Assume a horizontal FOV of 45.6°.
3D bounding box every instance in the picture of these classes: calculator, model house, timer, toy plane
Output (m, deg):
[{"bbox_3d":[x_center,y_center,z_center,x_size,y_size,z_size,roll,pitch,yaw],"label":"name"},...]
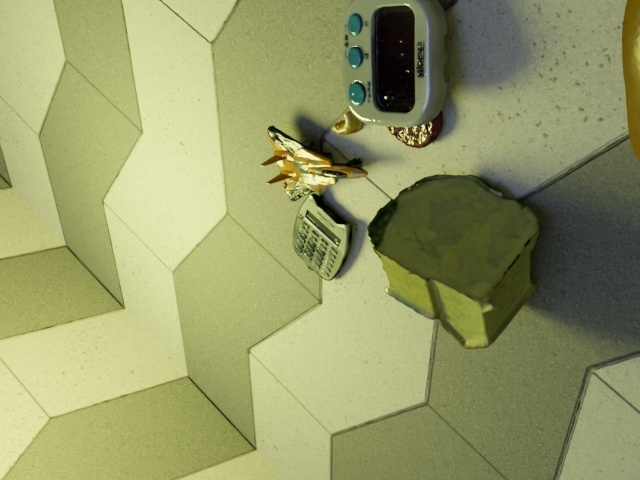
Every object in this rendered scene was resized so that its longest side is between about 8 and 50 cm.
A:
[{"bbox_3d":[0.000,0.000,1.988,0.177,0.040,0.268,44,142,17],"label":"calculator"},{"bbox_3d":[0.290,0.051,1.580,0.321,0.261,0.266,29,155,34],"label":"model house"},{"bbox_3d":[0.146,-0.355,1.491,0.237,0.087,0.262,13,112,42],"label":"timer"},{"bbox_3d":[0.002,-0.178,1.812,0.316,0.103,0.204,5,123,39],"label":"toy plane"}]

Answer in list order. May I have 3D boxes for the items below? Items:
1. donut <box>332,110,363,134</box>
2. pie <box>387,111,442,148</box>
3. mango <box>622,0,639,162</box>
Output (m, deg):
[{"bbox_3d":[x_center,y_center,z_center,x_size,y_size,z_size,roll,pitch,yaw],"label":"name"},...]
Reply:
[{"bbox_3d":[0.057,-0.268,1.724,0.083,0.038,0.067,12,128,41],"label":"donut"},{"bbox_3d":[0.187,-0.261,1.586,0.154,0.036,0.154,29,136,33],"label":"pie"},{"bbox_3d":[0.555,-0.243,1.033,0.300,0.232,0.446,27,141,28],"label":"mango"}]
